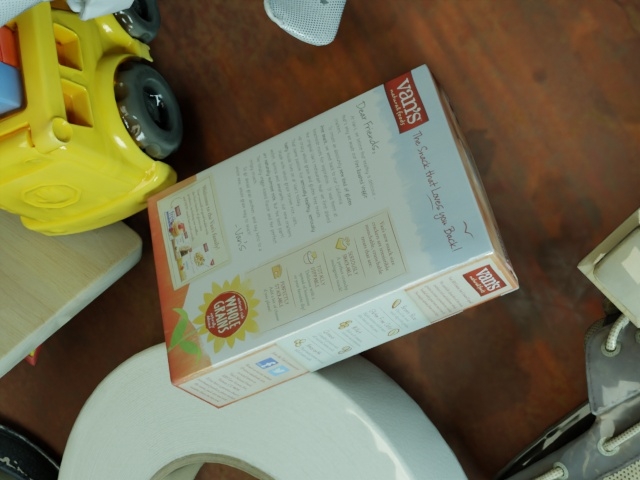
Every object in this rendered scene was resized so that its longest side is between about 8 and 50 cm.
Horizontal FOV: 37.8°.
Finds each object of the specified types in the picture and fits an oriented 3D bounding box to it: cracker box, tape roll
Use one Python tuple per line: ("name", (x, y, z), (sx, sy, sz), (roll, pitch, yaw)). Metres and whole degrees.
("cracker box", (0.000, 0.000, 0.645), (0.232, 0.067, 0.156), (-24, 57, 17))
("tape roll", (-0.051, 0.259, 0.737), (0.392, 0.072, 0.392), (4, 98, 32))

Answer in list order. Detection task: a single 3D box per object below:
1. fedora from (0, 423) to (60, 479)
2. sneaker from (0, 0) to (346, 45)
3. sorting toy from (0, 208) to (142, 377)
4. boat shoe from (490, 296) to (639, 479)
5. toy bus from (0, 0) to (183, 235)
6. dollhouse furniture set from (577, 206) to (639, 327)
("fedora", (-0.372, 0.310, 0.817), (0.334, 0.152, 0.334), (0, 84, 4))
("sneaker", (-0.086, -0.196, 0.582), (0.210, 0.366, 0.137), (40, 154, 2))
("sorting toy", (-0.325, 0.027, 0.764), (0.257, 0.255, 0.089), (35, 145, 16))
("boat shoe", (0.223, 0.092, 0.588), (0.130, 0.132, 0.355), (38, 111, 12))
("toy bus", (-0.223, -0.131, 0.677), (0.149, 0.211, 0.220), (-18, 74, 22))
("dollhouse furniture set", (0.371, -0.003, 0.466), (0.355, 0.174, 0.303), (-45, 81, 19))
